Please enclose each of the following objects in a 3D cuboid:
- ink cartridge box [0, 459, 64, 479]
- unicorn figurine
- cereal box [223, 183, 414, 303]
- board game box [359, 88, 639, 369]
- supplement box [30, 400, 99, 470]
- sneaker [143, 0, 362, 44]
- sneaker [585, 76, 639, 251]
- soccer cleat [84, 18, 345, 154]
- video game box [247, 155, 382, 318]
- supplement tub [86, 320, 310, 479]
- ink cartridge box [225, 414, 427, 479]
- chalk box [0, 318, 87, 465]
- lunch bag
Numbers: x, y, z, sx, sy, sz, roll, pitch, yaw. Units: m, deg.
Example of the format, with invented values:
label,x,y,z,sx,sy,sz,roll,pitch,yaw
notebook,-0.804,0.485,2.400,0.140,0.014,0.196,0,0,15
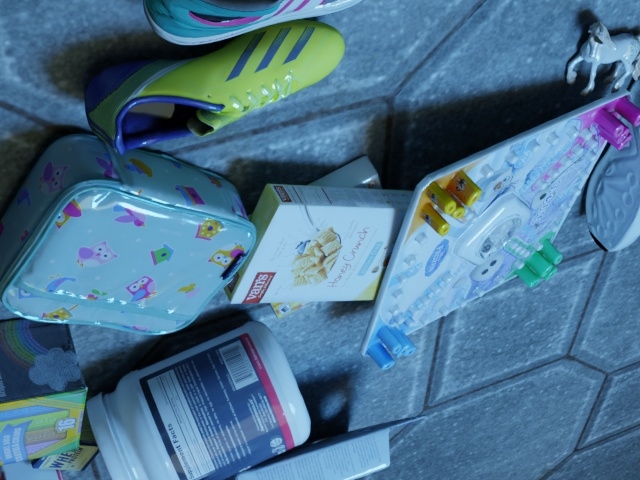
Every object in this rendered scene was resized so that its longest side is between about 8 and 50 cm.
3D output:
label,x,y,z,sx,sy,sz,roll,pitch,yaw
ink cartridge box,-0.448,0.388,1.304,0.092,0.159,0.218,10,127,-41
unicorn figurine,0.379,-0.247,1.240,0.162,0.060,0.111,-24,144,-35
cereal box,0.009,0.008,1.199,0.240,0.047,0.173,0,134,-34
board game box,0.255,-0.005,1.327,0.390,0.050,0.390,-24,149,-28
supplement box,-0.360,0.268,1.291,0.083,0.083,0.056,17,122,-43
sneaker,-0.022,-0.273,0.843,0.295,0.124,0.178,-23,-176,-8
sneaker,0.559,-0.127,1.418,0.236,0.130,0.323,-9,132,-19
soccer cleat,-0.099,-0.154,0.969,0.289,0.121,0.093,-17,140,-17
video game box,0.000,0.000,1.264,0.205,0.048,0.187,-28,139,-4
supplement tub,-0.168,0.245,1.304,0.272,0.191,0.191,-23,141,-10
ink cartridge box,-0.028,0.371,1.507,0.330,0.071,0.324,-10,168,-24
chalk box,-0.410,0.190,1.136,0.213,0.132,0.132,-6,135,-27
lunch bag,-0.224,0.010,1.078,0.279,0.108,0.224,17,122,-43
